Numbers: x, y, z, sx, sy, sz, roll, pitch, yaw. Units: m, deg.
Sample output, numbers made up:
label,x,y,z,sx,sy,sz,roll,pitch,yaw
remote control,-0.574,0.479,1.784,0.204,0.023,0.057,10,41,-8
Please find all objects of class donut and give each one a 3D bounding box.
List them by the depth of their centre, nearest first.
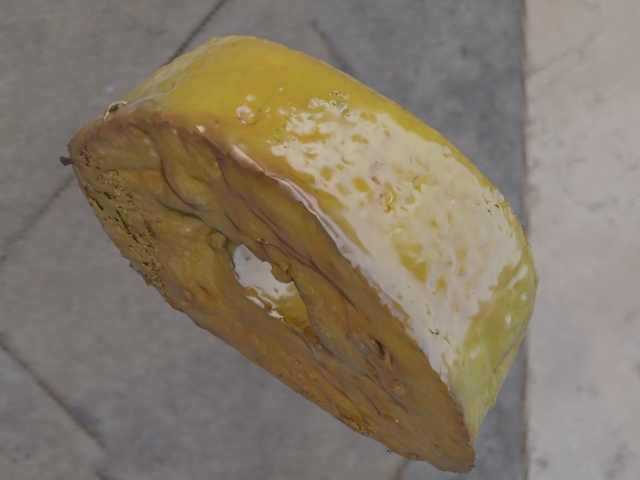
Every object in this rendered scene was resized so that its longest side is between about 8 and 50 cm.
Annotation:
label,x,y,z,sx,sy,sz,roll,pitch,yaw
donut,-0.002,-0.001,0.950,0.277,0.277,0.108,47,70,-25
